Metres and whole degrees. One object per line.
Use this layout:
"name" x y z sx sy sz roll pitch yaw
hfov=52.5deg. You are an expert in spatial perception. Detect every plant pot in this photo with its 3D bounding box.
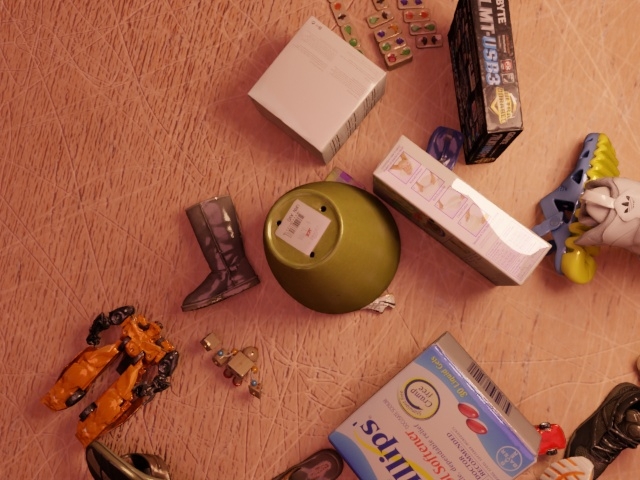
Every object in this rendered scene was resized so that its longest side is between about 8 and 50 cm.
"plant pot" 0.000 0.000 1.222 0.274 0.293 0.275 -2 83 12

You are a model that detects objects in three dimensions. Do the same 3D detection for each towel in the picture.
"towel" 0.049 -0.112 1.387 0.083 0.009 0.060 37 90 7

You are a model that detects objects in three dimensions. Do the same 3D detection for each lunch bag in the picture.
"lunch bag" 0.253 -0.184 1.347 0.067 0.065 0.098 17 87 6

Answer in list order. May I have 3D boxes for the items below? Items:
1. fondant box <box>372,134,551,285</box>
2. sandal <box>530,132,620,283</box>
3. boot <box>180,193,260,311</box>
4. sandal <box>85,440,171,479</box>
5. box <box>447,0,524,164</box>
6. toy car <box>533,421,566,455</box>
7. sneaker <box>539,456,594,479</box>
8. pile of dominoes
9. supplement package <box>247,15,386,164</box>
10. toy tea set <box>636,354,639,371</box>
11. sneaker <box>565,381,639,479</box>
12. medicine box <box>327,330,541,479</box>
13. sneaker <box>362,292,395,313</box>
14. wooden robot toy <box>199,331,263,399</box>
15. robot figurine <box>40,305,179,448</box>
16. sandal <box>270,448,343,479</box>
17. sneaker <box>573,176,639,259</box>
"fondant box" 0.255 -0.047 1.250 0.330 0.238 0.096 37 90 6
"sandal" 0.500 -0.075 1.298 0.138 0.126 0.317 9 71 45
"boot" -0.239 0.027 1.367 0.189 0.076 0.209 -24 91 -12
"sandal" -0.344 0.496 1.336 0.302 0.086 0.120 29 128 -5
"box" 0.308 -0.315 1.240 0.073 0.293 0.296 -6 85 6
"toy car" 0.334 0.401 1.302 0.225 0.053 0.239 43 89 7
"sneaker" 0.463 0.510 1.261 0.083 0.084 0.215 22 105 -33
"pile of dominoes" 0.133 -0.494 1.395 0.196 0.040 0.251 -23 85 3
"supplement package" -0.003 -0.301 1.335 0.194 0.149 0.203 39 90 6
"toy tea set" 0.796 0.231 1.268 0.336 0.124 0.200 7 116 2
"sneaker" 0.559 0.380 1.249 0.087 0.130 0.227 39 92 8
"medicine box" 0.213 0.368 1.219 0.289 0.149 0.263 -46 76 16
"sneaker" 0.116 0.137 1.350 0.083 0.032 0.037 -15 84 4
"wooden robot toy" -0.167 0.249 1.361 0.173 0.076 0.079 41 54 7
"robot figurine" -0.431 0.276 1.358 0.211 0.085 0.291 44 91 6
"sandal" -0.047 0.509 1.320 0.219 0.060 0.090 -35 84 1
"sneaker" 0.589 -0.030 1.190 0.210 0.366 0.137 11 83 26
